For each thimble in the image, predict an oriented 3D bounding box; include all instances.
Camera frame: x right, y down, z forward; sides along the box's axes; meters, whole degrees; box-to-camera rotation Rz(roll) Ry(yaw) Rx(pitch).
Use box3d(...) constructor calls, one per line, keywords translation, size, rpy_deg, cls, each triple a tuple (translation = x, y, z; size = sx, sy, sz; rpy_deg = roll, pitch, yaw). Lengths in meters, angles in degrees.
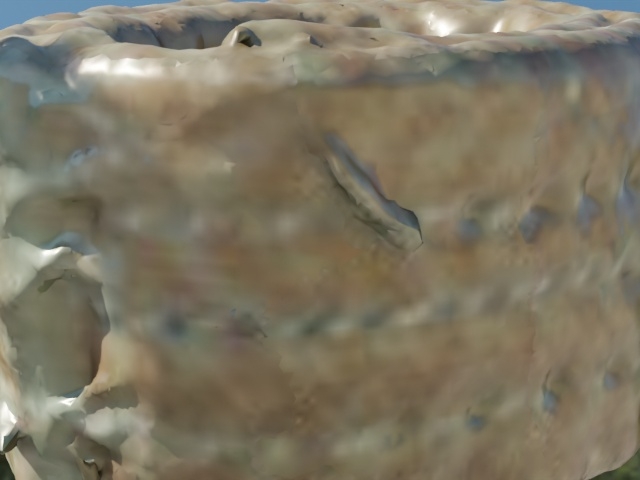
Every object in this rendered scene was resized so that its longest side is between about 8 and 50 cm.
box3d(translation=(0.007, -0.001, 0.429), size=(0.196, 0.148, 0.229), rpy_deg=(3, 14, 18), cls="thimble")
